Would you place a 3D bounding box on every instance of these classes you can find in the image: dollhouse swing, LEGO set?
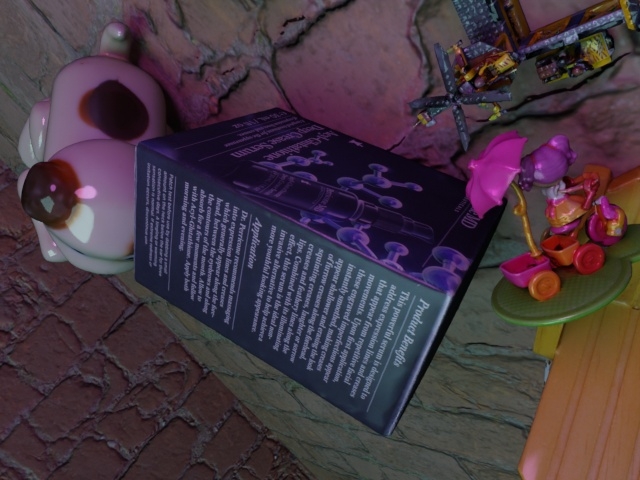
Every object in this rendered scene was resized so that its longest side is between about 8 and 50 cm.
[{"bbox_3d":[0.393,0.147,0.465,0.346,0.305,0.315,18,142,30],"label":"dollhouse swing"},{"bbox_3d":[0.142,-0.236,0.350,0.255,0.192,0.331,1,132,44],"label":"LEGO set"}]

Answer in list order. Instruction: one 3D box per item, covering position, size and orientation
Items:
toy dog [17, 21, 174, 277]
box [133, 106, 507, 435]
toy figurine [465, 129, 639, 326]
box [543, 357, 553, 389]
[{"bbox_3d":[-0.342,-0.119,0.794,0.284,0.408,0.395,17,121,-35],"label":"toy dog"},{"bbox_3d":[0.000,0.000,0.633,0.395,0.293,0.212,26,123,18],"label":"box"},{"bbox_3d":[0.212,-0.033,0.439,0.159,0.173,0.130,60,-178,-14],"label":"toy figurine"},{"bbox_3d":[0.467,0.233,0.738,0.207,0.036,0.114,14,139,33],"label":"box"}]
